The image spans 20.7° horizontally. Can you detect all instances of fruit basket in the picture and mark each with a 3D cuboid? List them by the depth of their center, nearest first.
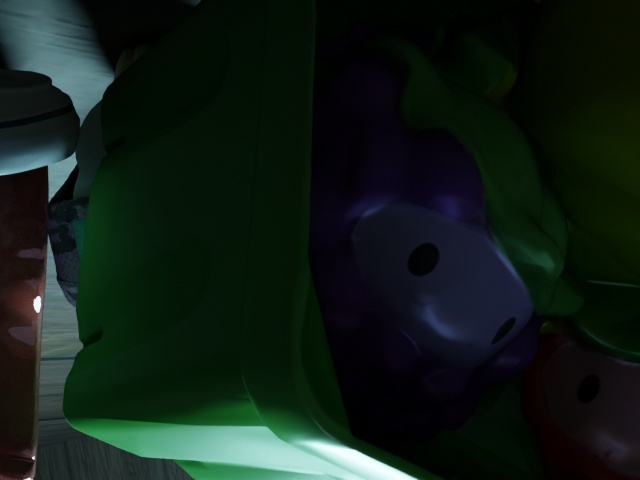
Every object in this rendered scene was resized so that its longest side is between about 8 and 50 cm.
[{"bbox_3d":[0.126,-0.004,0.752,0.392,0.283,0.392,3,154,1],"label":"fruit basket"}]

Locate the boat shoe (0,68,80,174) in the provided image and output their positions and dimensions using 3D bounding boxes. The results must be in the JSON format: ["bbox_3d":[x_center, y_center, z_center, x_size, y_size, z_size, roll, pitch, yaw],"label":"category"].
[{"bbox_3d":[-0.190,-0.069,0.694,0.226,0.076,0.083,-3,-164,-43],"label":"boat shoe"}]

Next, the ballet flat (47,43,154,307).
[{"bbox_3d":[-0.086,-0.049,0.867,0.076,0.079,0.221,-3,-150,11],"label":"ballet flat"}]

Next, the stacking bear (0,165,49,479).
[{"bbox_3d":[-0.286,0.017,0.877,0.289,0.175,0.164,2,-151,-11],"label":"stacking bear"}]

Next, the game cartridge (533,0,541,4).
[{"bbox_3d":[0.228,-0.119,0.998,0.323,0.053,0.285,-11,171,-9],"label":"game cartridge"}]
